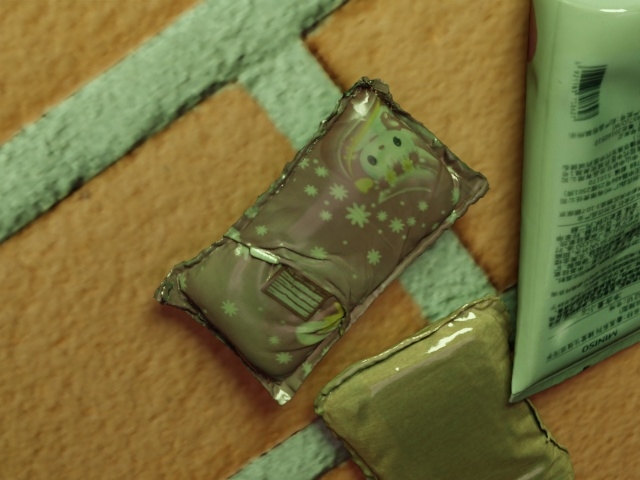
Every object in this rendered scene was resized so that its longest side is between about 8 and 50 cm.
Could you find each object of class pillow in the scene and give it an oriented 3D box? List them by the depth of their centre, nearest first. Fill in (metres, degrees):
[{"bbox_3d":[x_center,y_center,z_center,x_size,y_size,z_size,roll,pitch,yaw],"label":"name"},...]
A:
[{"bbox_3d":[0.000,0.000,0.910,0.185,0.043,0.118,-46,120,11],"label":"pillow"},{"bbox_3d":[0.085,0.131,1.038,0.135,0.034,0.211,-30,130,-3],"label":"pillow"}]

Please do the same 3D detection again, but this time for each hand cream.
[{"bbox_3d":[0.158,-0.047,0.922,0.124,0.078,0.340,-25,136,-22],"label":"hand cream"}]
